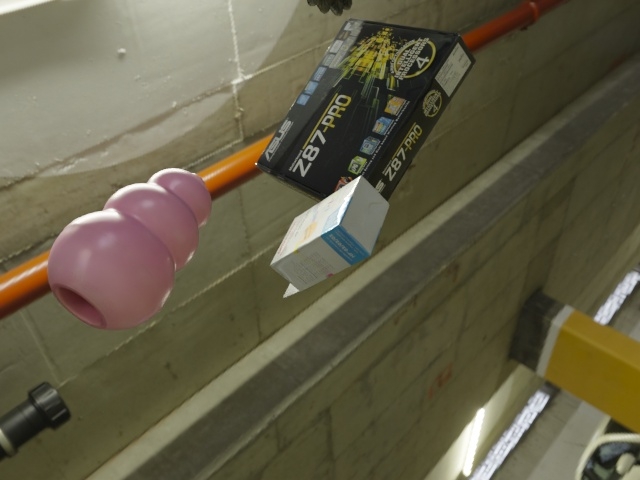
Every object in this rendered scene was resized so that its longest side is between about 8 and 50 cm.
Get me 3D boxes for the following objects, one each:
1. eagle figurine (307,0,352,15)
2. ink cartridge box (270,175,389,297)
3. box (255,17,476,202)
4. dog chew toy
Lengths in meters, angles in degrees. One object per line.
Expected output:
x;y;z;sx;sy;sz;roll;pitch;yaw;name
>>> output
-0.029;-0.366;0.505;0.225;0.298;0.226;-38;17;49;eagle figurine
0.000;0.000;0.787;0.061;0.181;0.104;43;-136;-18;ink cartridge box
0.080;-0.256;1.182;0.097;0.318;0.394;34;-92;-44;box
-0.313;-0.003;1.018;0.332;0.207;0.206;-56;-29;-37;dog chew toy
